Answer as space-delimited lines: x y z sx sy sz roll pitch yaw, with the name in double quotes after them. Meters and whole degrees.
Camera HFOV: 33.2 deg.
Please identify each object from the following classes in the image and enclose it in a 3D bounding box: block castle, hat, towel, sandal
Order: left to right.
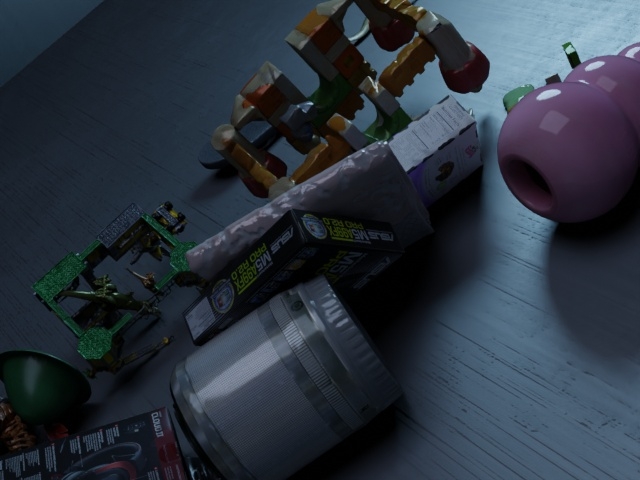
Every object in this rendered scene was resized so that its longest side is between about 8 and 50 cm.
-0.490 0.302 1.798 0.208 0.173 0.183 -17 42 35 "hat"
-0.133 -0.213 2.224 0.254 0.054 0.097 -32 40 -12 "sandal"
0.000 0.000 1.632 0.332 0.317 0.053 -31 63 7 "towel"
0.052 -0.225 1.910 0.453 0.213 0.303 -49 46 0 "block castle"

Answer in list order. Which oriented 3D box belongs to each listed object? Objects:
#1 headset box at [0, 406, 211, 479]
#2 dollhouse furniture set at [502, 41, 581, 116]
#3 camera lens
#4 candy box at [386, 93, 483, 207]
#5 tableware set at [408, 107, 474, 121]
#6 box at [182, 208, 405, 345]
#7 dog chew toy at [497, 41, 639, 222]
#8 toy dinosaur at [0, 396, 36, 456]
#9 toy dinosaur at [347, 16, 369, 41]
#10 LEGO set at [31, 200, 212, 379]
-0.302 0.372 1.535 0.293 0.110 0.218 -16 33 -11 "headset box"
0.375 -0.274 1.841 0.151 0.058 0.076 -27 35 13 "dollhouse furniture set"
-0.054 0.202 1.491 0.274 0.219 0.219 -35 34 2 "camera lens"
0.163 -0.122 1.738 0.196 0.165 0.070 -37 65 -4 "candy box"
0.193 -0.183 1.924 0.168 0.020 0.141 -3 46 38 "tableware set"
-0.040 0.063 1.581 0.270 0.216 0.060 -42 58 31 "box"
0.418 -0.174 1.574 0.332 0.207 0.206 -38 33 -18 "dog chew toy"
-0.587 0.339 1.865 0.218 0.164 0.322 -35 9 -29 "toy dinosaur"
0.139 -0.519 2.346 0.118 0.064 0.268 -3 47 48 "toy dinosaur"
-0.344 0.103 1.955 0.255 0.192 0.331 31 71 22 "LEGO set"
